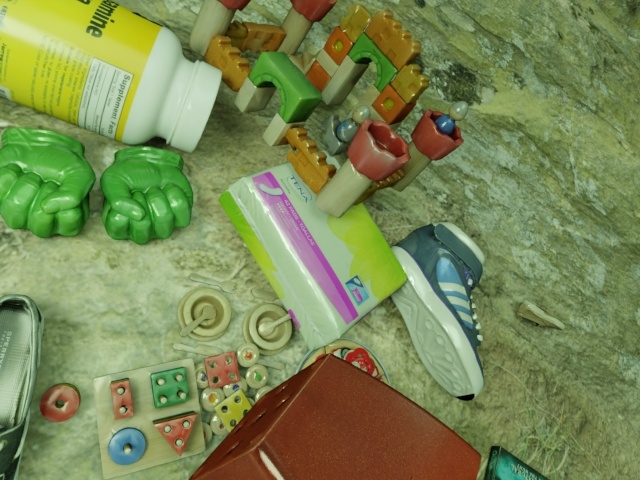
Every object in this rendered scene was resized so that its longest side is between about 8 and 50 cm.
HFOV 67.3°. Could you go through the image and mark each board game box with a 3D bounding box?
[{"bbox_3d":[0.389,0.499,0.923,0.186,0.026,0.126,36,58,-13],"label":"board game box"}]

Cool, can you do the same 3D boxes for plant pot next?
[{"bbox_3d":[-0.002,0.309,0.604,0.236,0.267,0.267,50,37,1],"label":"plant pot"}]

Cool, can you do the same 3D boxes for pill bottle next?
[{"bbox_3d":[-0.328,-0.257,0.711,0.333,0.188,0.188,20,63,-22],"label":"pill bottle"}]

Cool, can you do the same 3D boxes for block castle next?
[{"bbox_3d":[0.024,-0.285,0.824,0.453,0.213,0.303,52,39,12],"label":"block castle"}]

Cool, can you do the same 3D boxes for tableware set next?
[{"bbox_3d":[-0.128,0.128,0.767,0.194,0.039,0.128,17,64,-23],"label":"tableware set"}]

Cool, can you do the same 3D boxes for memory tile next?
[{"bbox_3d":[-0.144,0.228,0.718,0.148,0.012,0.113,-23,90,-24],"label":"memory tile"}]

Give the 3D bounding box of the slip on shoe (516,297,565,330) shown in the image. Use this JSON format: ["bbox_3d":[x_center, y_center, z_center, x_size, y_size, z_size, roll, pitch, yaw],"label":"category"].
[{"bbox_3d":[0.503,0.179,1.099,0.135,0.051,0.041,29,100,-26],"label":"slip on shoe"}]

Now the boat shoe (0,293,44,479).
[{"bbox_3d":[-0.397,0.216,0.537,0.121,0.119,0.335,10,67,-26],"label":"boat shoe"}]

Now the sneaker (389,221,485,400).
[{"bbox_3d":[0.277,0.113,0.941,0.236,0.130,0.323,-24,79,-29],"label":"sneaker"}]

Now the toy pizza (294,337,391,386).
[{"bbox_3d":[0.045,0.265,0.816,0.201,0.032,0.201,10,67,-26],"label":"toy pizza"}]

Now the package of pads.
[{"bbox_3d":[0.000,0.000,0.826,0.229,0.101,0.297,-29,87,-46],"label":"package of pads"}]

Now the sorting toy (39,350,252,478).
[{"bbox_3d":[-0.220,0.237,0.652,0.274,0.046,0.132,-6,84,-24],"label":"sorting toy"}]

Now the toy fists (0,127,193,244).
[{"bbox_3d":[-0.325,-0.073,0.700,0.279,0.096,0.142,5,70,-29],"label":"toy fists"}]
